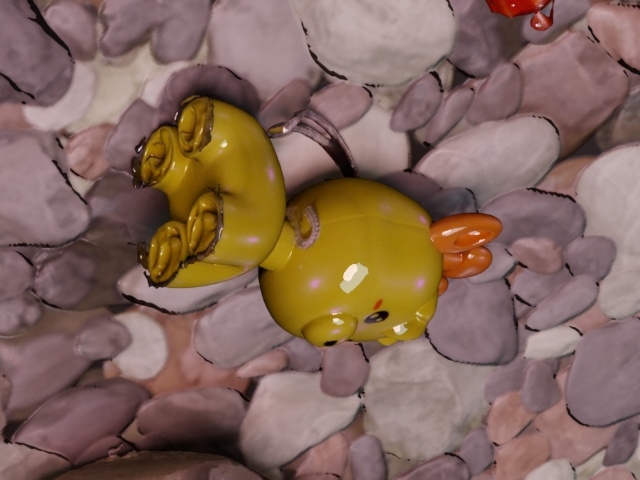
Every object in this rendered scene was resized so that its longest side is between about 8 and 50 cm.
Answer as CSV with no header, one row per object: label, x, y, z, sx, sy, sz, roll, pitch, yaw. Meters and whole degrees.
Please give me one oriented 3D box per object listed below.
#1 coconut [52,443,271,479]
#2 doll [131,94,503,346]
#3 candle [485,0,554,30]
coconut,-0.090,0.244,1.187,0.239,0.239,0.244,12,114,-24
doll,0.000,0.000,1.147,0.221,0.135,0.143,14,146,-31
candle,0.107,-0.172,1.112,0.052,0.052,0.130,-34,125,3
